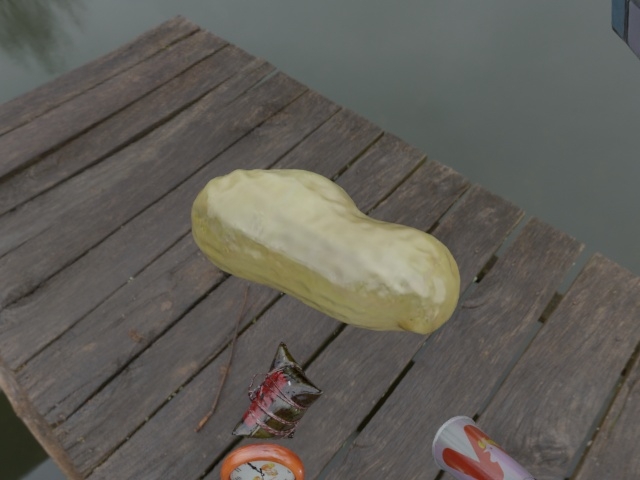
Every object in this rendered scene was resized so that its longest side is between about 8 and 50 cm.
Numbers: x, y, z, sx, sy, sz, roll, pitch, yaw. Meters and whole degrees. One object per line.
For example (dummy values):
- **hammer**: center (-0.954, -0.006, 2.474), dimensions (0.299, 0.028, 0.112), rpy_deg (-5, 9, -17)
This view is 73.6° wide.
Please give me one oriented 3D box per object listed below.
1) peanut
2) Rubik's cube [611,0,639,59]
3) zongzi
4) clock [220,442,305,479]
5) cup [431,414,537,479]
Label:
- **peanut**: center (0.000, 0.000, 0.480), dimensions (0.318, 0.148, 0.148), rpy_deg (20, 58, 17)
- **Rubik's cube**: center (0.672, -0.477, 0.625), dimensions (0.361, 0.359, 0.364), rpy_deg (-11, 42, 19)
- **zongzi**: center (-0.034, 0.128, 0.378), dimensions (0.083, 0.067, 0.074), rpy_deg (-48, 40, 19)
- **clock**: center (-0.140, 0.569, 1.043), dimensions (0.205, 0.206, 0.051), rpy_deg (-3, 26, -2)
- **cup**: center (0.509, 0.698, 1.311), dimensions (0.202, 0.203, 0.288), rpy_deg (-27, 18, -17)
